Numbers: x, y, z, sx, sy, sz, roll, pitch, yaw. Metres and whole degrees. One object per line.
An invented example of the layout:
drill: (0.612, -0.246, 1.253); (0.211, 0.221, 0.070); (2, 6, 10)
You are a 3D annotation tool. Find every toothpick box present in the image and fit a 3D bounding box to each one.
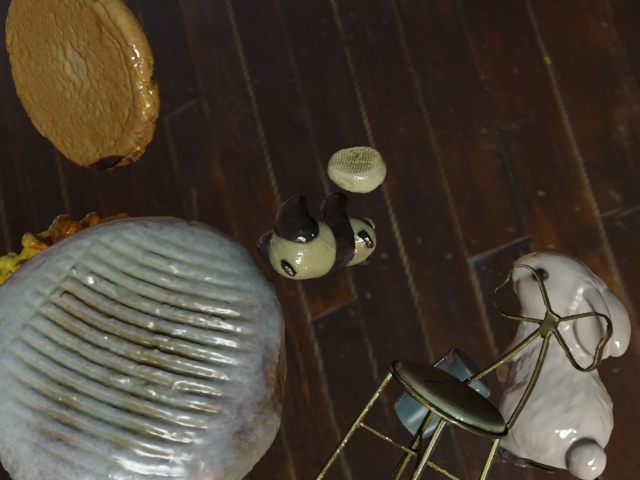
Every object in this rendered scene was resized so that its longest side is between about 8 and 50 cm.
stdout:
toothpick box: (0.241, 0.313, 2.070); (0.184, 0.120, 0.120); (-40, 63, 12)

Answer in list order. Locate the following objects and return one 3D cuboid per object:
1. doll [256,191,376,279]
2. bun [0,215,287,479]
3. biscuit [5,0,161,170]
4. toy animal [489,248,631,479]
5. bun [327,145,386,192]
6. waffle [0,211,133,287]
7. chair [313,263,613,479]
doll: (-0.002, 0.001, 1.894); (0.135, 0.234, 0.143); (59, 137, 24)
bun: (-0.205, 0.147, 1.170); (0.361, 0.211, 0.362); (0, 72, 0)
biscuit: (-0.244, -0.175, 1.050); (0.225, 0.042, 0.226); (22, 127, 32)
toy animal: (0.399, 0.199, 1.695); (0.257, 0.193, 0.358); (17, 104, 52)
bun: (0.070, -0.131, 1.985); (0.115, 0.115, 0.069); (30, 141, 35)
waffle: (-0.344, 0.107, 1.469); (0.065, 0.309, 0.283); (-9, 106, 61)
chair: (0.146, 0.175, 1.119); (0.160, 0.170, 0.326); (38, 102, 47)
